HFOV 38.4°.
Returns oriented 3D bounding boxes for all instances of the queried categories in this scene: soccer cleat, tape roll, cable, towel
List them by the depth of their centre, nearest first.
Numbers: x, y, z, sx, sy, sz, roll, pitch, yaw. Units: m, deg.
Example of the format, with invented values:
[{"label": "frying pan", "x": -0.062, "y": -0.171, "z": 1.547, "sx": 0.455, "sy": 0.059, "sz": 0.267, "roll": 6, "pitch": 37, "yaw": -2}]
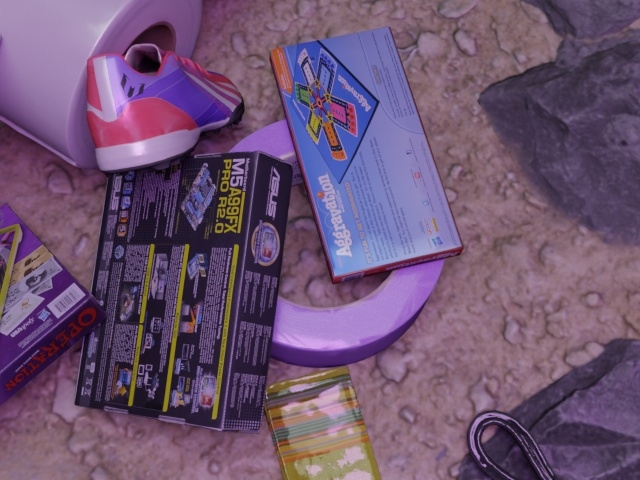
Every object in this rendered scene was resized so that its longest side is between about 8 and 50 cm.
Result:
[{"label": "cable", "x": 0.274, "y": 0.294, "z": 0.974, "sx": 0.287, "sy": 0.072, "sz": 0.139, "roll": 26, "pitch": 88, "yaw": 20}, {"label": "towel", "x": 0.015, "y": 0.256, "z": 0.979, "sx": 0.102, "sy": 0.021, "sz": 0.237, "roll": -16, "pitch": 72, "yaw": -7}, {"label": "soccer cleat", "x": -0.159, "y": -0.160, "z": 0.981, "sx": 0.108, "sy": 0.318, "sz": 0.116, "roll": -7, "pitch": 107, "yaw": 14}, {"label": "tape roll", "x": -0.267, "y": -0.225, "z": 1.023, "sx": 0.169, "sy": 0.246, "sz": 0.246, "roll": 31, "pitch": 72, "yaw": 9}, {"label": "tape roll", "x": 0.000, "y": 0.000, "z": 1.036, "sx": 0.274, "sy": 0.090, "sz": 0.275, "roll": 1, "pitch": 71, "yaw": -2}]

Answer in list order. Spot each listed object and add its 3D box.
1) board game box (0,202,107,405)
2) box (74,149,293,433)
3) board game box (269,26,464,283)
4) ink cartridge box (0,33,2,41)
[{"label": "board game box", "x": -0.413, "y": 0.127, "z": 0.953, "sx": 0.347, "sy": 0.056, "sz": 0.208, "roll": -41, "pitch": 56, "yaw": -15}, {"label": "box", "x": -0.143, "y": 0.049, "z": 0.941, "sx": 0.216, "sy": 0.060, "sz": 0.270, "roll": 0, "pitch": 79, "yaw": 36}, {"label": "board game box", "x": 0.046, "y": -0.100, "z": 1.012, "sx": 0.145, "sy": 0.027, "sz": 0.281, "roll": -12, "pitch": 70, "yaw": -9}, {"label": "ink cartridge box", "x": -0.413, "y": -0.073, "z": 0.855, "sx": 0.117, "sy": 0.201, "sz": 0.278, "roll": 19, "pitch": 108, "yaw": -5}]
